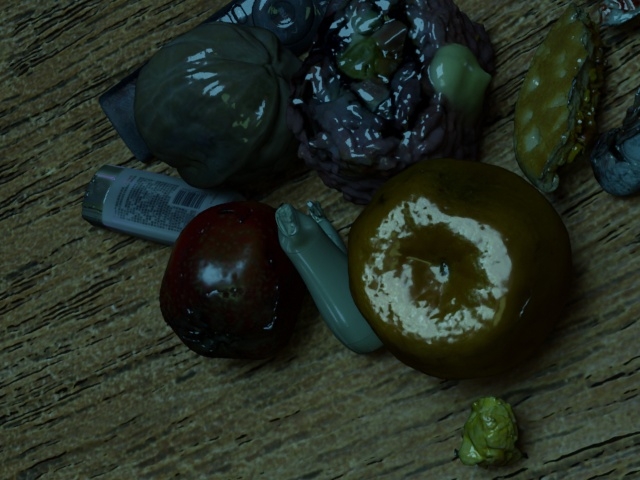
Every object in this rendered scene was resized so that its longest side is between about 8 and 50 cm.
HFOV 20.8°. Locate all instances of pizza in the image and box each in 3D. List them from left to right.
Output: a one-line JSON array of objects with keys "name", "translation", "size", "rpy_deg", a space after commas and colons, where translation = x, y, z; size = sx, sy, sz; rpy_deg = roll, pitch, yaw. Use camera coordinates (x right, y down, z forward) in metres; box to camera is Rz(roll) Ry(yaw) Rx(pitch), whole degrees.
[{"name": "pizza", "translation": [0.273, -0.157, 1.975], "size": [0.127, 0.058, 0.246], "rpy_deg": [-34, 38, 42]}]

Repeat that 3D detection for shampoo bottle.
[{"name": "shampoo bottle", "translation": [-0.201, -0.040, 2.215], "size": [0.227, 0.056, 0.086], "rpy_deg": [12, 71, 34]}]

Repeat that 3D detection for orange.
[{"name": "orange", "translation": [0.159, 0.027, 1.893], "size": [0.249, 0.183, 0.249], "rpy_deg": [-2, 83, 20]}]

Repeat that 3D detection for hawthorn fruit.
[{"name": "hawthorn fruit", "translation": [-0.094, 0.030, 2.061], "size": [0.181, 0.181, 0.235], "rpy_deg": [-10, 39, 27]}]

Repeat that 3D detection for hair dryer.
[{"name": "hair dryer", "translation": [0.000, 0.000, 2.022], "size": [0.075, 0.206, 0.237], "rpy_deg": [-31, 31, 8]}]

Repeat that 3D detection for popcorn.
[{"name": "popcorn", "translation": [0.191, 0.211, 1.860], "size": [0.084, 0.084, 0.084], "rpy_deg": [-13, 62, 26]}]

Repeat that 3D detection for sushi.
[{"name": "sushi", "translation": [0.089, -0.179, 2.034], "size": [0.236, 0.171, 0.270], "rpy_deg": [3, 65, 33]}]

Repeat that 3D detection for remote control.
[{"name": "remote control", "translation": [-0.111, -0.246, 2.243], "size": [0.377, 0.044, 0.107], "rpy_deg": [-34, 97, 14]}]

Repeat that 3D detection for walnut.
[{"name": "walnut", "translation": [-0.119, -0.161, 2.125], "size": [0.224, 0.224, 0.224], "rpy_deg": [-13, 62, 26]}]

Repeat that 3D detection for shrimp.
[{"name": "shrimp", "translation": [0.374, -0.145, 1.885], "size": [0.079, 0.090, 0.233], "rpy_deg": [48, 119, 33]}]

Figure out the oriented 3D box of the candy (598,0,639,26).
[{"name": "candy", "translation": [0.317, -0.368, 2.051], "size": [0.086, 0.059, 0.292], "rpy_deg": [-24, 57, 24]}]
